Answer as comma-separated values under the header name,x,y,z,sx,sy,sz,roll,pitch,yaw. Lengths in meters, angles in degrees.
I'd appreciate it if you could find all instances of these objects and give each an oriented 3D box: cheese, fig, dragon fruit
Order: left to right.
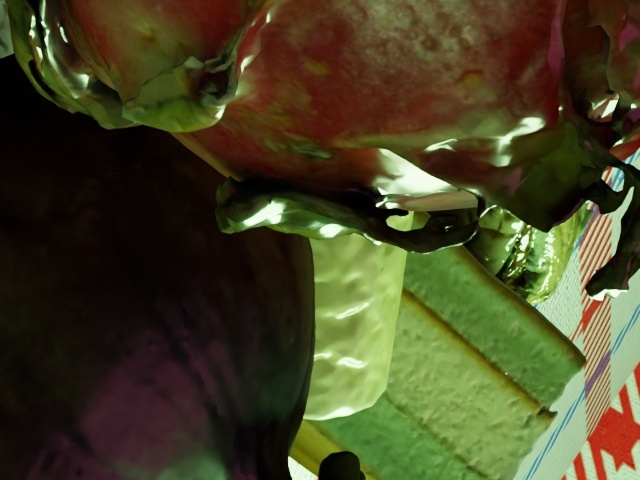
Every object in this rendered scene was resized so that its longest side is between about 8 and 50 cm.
name,x,y,z,sx,sy,sz,roll,pitch,yaw
fig,-0.099,0.044,0.742,0.235,0.214,0.235,-23,135,-25
dragon fruit,-0.001,-0.140,0.602,0.291,0.250,0.269,41,64,-41
cheese,0.000,0.000,1.020,0.123,0.094,0.167,-82,180,-72

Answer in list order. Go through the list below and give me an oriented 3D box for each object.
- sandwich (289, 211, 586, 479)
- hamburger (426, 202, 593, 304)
name,x,y,z,sx,sy,sz,roll,pitch,yaw
sandwich,0.044,0.071,1.175,0.155,0.198,0.227,-54,163,-12
hamburger,0.116,-0.061,1.285,0.183,0.130,0.206,-70,163,-46
